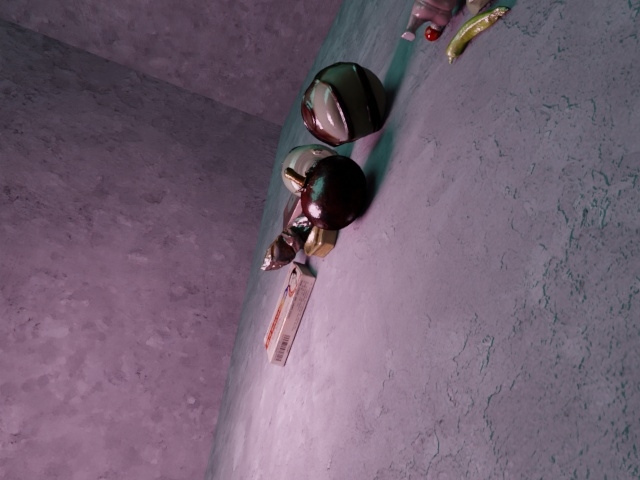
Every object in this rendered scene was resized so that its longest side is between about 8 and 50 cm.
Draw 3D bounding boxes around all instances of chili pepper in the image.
[{"bbox_3d":[0.348,-0.481,1.107,0.048,0.043,0.208,-64,12,-22],"label":"chili pepper"}]

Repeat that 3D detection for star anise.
[{"bbox_3d":[-0.111,0.001,1.932,0.331,0.118,0.332,-52,2,2],"label":"star anise"}]

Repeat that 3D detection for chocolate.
[{"bbox_3d":[0.094,-0.433,1.582,0.186,0.284,0.283,35,108,55],"label":"chocolate"}]

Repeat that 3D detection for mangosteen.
[{"bbox_3d":[0.009,-0.158,1.497,0.235,0.262,0.235,-160,90,-76],"label":"mangosteen"}]

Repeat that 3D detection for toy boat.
[{"bbox_3d":[0.000,0.000,1.729,0.188,0.061,0.116,138,145,-61],"label":"toy boat"}]

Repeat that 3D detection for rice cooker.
[{"bbox_3d":[-0.033,-0.263,1.874,0.244,0.226,0.225,-158,87,-73],"label":"rice cooker"}]

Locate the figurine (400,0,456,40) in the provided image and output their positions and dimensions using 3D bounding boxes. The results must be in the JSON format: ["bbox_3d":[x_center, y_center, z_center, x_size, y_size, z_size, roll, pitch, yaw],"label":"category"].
[{"bbox_3d":[0.301,-0.653,1.235,0.186,0.176,0.287,-100,23,-50],"label":"figurine"}]

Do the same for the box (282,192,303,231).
[{"bbox_3d":[-0.092,-0.141,2.162,0.215,0.086,0.215,-94,26,-55],"label":"box"}]

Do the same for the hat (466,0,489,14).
[{"bbox_3d":[0.370,-0.593,1.108,0.166,0.081,0.122,-93,26,-76],"label":"hat"}]

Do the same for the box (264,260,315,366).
[{"bbox_3d":[-0.122,0.269,1.847,0.214,0.069,0.353,-138,69,-73],"label":"box"}]
